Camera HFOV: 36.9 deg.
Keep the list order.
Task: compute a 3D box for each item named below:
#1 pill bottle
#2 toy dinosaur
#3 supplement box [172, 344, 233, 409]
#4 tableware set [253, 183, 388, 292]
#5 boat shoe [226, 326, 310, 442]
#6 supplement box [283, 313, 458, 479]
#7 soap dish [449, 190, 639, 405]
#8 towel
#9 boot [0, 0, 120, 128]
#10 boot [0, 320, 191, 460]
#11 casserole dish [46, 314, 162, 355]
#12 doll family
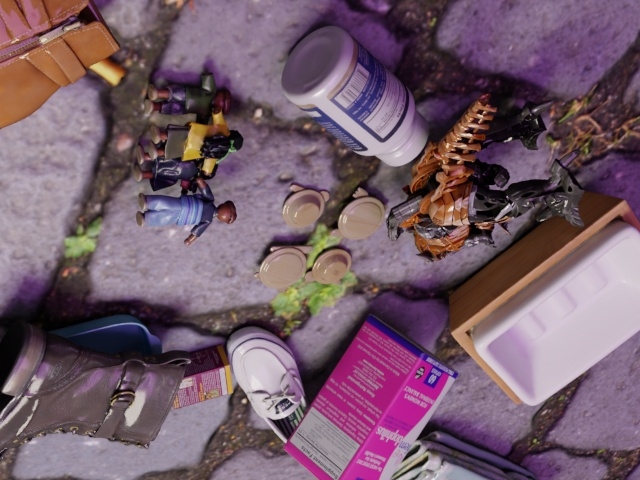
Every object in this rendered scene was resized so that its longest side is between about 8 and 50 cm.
[{"bbox_3d":[0.044,-0.152,1.057,0.094,0.094,0.169,-45,131,13],"label":"pill bottle"},{"bbox_3d":[0.182,-0.061,1.126,0.218,0.164,0.322,-18,176,-5],"label":"toy dinosaur"},{"bbox_3d":[-0.161,0.179,1.257,0.083,0.043,0.055,-13,130,-16],"label":"supplement box"},{"bbox_3d":[0.000,0.000,1.207,0.141,0.020,0.169,10,120,-33],"label":"tableware set"},{"bbox_3d":[-0.054,0.206,1.306,0.083,0.076,0.226,-31,132,0],"label":"boat shoe"},{"bbox_3d":[0.069,0.231,1.307,0.220,0.114,0.111,-56,141,0],"label":"supplement box"},{"bbox_3d":[0.338,0.082,1.361,0.291,0.118,0.229,-39,132,8],"label":"soap dish"},{"bbox_3d":[0.185,0.481,1.630,0.320,0.090,0.374,-45,131,17],"label":"towel"},{"bbox_3d":[-0.319,-0.211,0.830,0.220,0.109,0.283,-28,134,-1],"label":"boot"},{"bbox_3d":[-0.298,0.217,1.144,0.229,0.091,0.263,23,112,-36],"label":"boot"},{"bbox_3d":[-0.290,0.145,1.176,0.188,0.037,0.114,-15,130,-14],"label":"casserole dish"},{"bbox_3d":[-0.137,-0.085,1.045,0.111,0.076,0.193,-2,132,-29],"label":"doll family"}]
